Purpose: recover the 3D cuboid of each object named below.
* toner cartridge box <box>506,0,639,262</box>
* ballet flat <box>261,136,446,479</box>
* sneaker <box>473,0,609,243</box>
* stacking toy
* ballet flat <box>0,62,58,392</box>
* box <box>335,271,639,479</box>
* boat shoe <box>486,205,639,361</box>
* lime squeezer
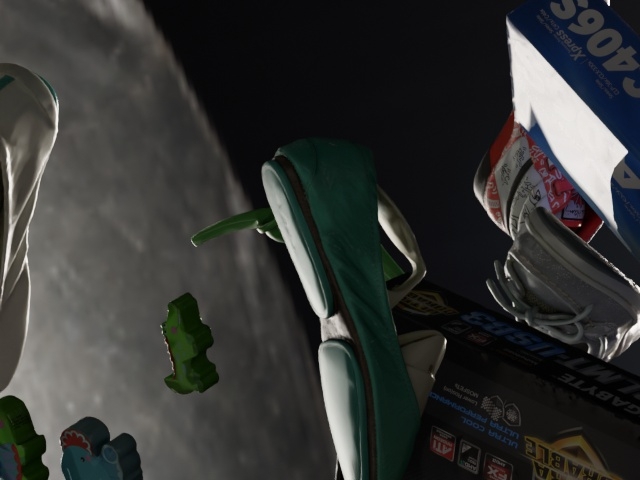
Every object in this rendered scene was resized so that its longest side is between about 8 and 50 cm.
[{"bbox_3d":[0.280,-0.041,1.415,0.348,0.075,0.165,53,-9,28],"label":"toner cartridge box"},{"bbox_3d":[0.035,0.050,1.141,0.083,0.087,0.247,-175,-110,-73],"label":"ballet flat"},{"bbox_3d":[0.235,-0.108,1.667,0.145,0.090,0.270,57,-43,48],"label":"sneaker"},{"bbox_3d":[-0.116,0.158,0.981,0.167,0.052,0.221,-30,120,-53],"label":"stacking toy"},{"bbox_3d":[-0.361,0.010,1.793,0.139,0.139,0.400,-101,-156,-57],"label":"ballet flat"},{"bbox_3d":[0.141,0.210,1.357,0.295,0.073,0.293,24,-60,35],"label":"box"},{"bbox_3d":[0.208,0.061,1.531,0.118,0.103,0.320,42,-3,17],"label":"boat shoe"},{"bbox_3d":[0.000,0.000,1.524,0.059,0.310,0.110,-54,143,-22],"label":"lime squeezer"}]
